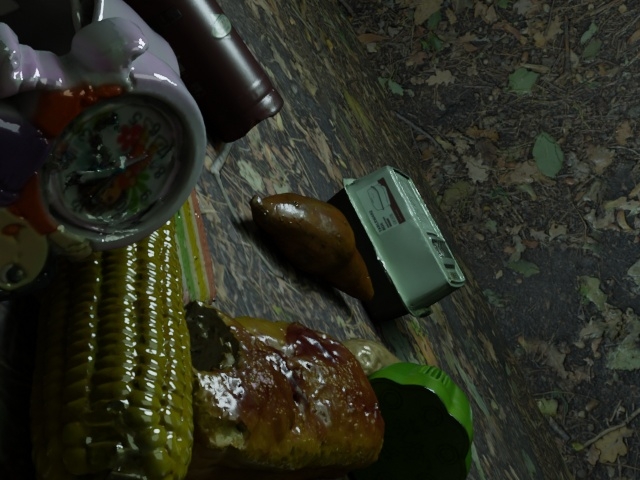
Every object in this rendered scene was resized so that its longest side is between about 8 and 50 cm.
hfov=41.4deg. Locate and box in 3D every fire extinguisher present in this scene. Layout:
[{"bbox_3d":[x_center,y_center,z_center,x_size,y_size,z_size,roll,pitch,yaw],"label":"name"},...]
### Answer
[{"bbox_3d":[-0.189,-0.304,1.221,0.337,0.114,0.135,54,-4,-20],"label":"fire extinguisher"}]

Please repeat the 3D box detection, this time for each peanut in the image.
[{"bbox_3d":[0.083,0.207,1.214,0.226,0.095,0.108,44,19,-43],"label":"peanut"}]

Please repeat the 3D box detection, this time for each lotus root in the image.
[{"bbox_3d":[0.125,0.228,1.107,0.186,0.186,0.186,53,17,-24],"label":"lotus root"}]

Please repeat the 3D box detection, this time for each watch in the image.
[{"bbox_3d":[-0.230,-0.094,0.617,0.231,0.244,0.196,45,1,36],"label":"watch"}]

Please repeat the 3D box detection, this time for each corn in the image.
[{"bbox_3d":[-0.162,0.062,0.671,0.120,0.120,0.363,49,18,-37],"label":"corn"}]

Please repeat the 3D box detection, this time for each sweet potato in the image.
[{"bbox_3d":[-0.003,-0.003,1.303,0.359,0.112,0.112,33,32,-54],"label":"sweet potato"}]

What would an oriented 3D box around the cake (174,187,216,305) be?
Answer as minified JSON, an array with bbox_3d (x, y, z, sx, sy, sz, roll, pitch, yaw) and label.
[{"bbox_3d":[-0.161,-0.034,0.898,0.225,0.090,0.109,61,12,-1],"label":"cake"}]

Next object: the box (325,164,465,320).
[{"bbox_3d":[0.138,0.011,1.601,0.290,0.166,0.220,64,16,11],"label":"box"}]

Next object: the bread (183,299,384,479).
[{"bbox_3d":[-0.054,0.153,0.865,0.380,0.109,0.185,26,38,-61],"label":"bread"}]
